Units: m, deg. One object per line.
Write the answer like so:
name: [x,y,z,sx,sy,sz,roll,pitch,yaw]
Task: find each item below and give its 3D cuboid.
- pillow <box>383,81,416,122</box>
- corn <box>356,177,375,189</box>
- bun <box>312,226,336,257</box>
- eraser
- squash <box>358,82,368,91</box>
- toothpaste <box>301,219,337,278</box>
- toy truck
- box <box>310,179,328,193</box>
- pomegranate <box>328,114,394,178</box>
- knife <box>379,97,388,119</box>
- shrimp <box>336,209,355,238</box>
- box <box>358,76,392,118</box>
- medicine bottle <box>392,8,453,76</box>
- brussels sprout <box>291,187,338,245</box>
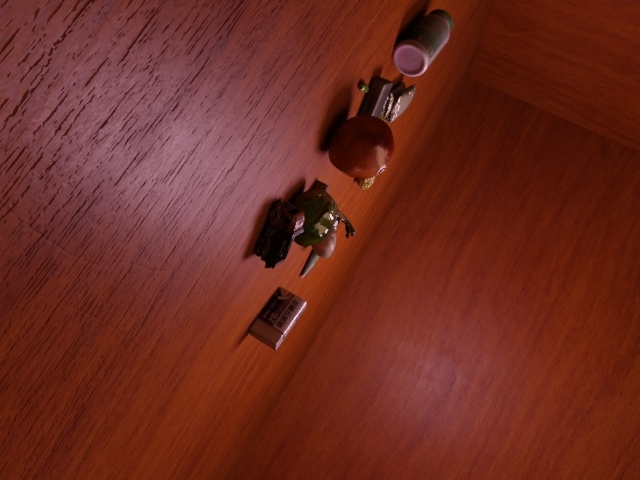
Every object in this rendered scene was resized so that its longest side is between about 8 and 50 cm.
pillow: [0.312,-0.553,2.033,0.181,0.078,0.134,-46,161,-49]
corn: [0.207,-0.314,2.148,0.080,0.080,0.238,-49,160,-45]
bun: [0.000,0.000,1.987,0.138,0.094,0.138,-173,-90,-75]
eraser: [-0.157,0.289,1.896,0.210,0.125,0.068,-53,166,-32]
squash: [0.139,-0.482,1.606,0.027,0.027,0.089,-65,169,16]
toothpaste: [-0.004,0.030,2.144,0.296,0.048,0.075,-61,173,16]
toy truck: [-0.116,-0.012,1.457,0.192,0.092,0.083,-67,166,22]
box: [-0.013,-0.145,1.692,0.098,0.045,0.062,-58,167,-19]
pomegranate: [0.129,-0.291,1.585,0.209,0.209,0.209,-57,167,-20]
knife: [0.237,-0.497,1.984,0.022,0.026,0.184,-13,150,-17]
shrimp: [0.075,-0.073,2.010,0.046,0.152,0.219,-41,165,14]
box: [0.171,-0.440,1.760,0.103,0.055,0.243,-41,156,-59]
medicine bottle: [0.370,-0.705,1.793,0.274,0.134,0.133,-53,166,-30]
brussels sprout: [-0.030,-0.069,1.581,0.181,0.144,0.161,-40,118,-24]
